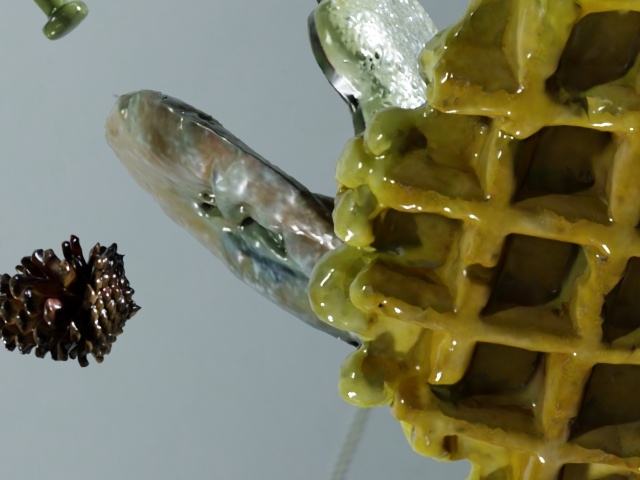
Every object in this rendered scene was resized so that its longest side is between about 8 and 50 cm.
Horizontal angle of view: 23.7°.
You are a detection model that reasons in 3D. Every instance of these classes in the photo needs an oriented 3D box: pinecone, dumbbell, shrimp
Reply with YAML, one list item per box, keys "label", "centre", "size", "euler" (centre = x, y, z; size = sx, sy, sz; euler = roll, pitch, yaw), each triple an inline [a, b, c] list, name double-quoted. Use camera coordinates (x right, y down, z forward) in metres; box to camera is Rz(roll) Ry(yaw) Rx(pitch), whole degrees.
- label: "pinecone"
  centre: [-0.192, 0.051, 1.140]
  size: [0.109, 0.102, 0.102]
  euler: [-23, 101, 9]
- label: "dumbbell"
  centre: [-0.269, -0.243, 1.426]
  size: [0.046, 0.052, 0.118]
  euler: [-38, 95, 17]
- label: "shrimp"
  centre: [0.000, 0.000, 1.222]
  size: [0.445, 0.221, 0.110]
  euler: [30, 72, 24]

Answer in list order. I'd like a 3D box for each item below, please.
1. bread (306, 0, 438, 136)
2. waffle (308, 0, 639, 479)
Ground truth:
- label: "bread"
  centre: [0.078, -0.105, 1.209]
  size: [0.056, 0.207, 0.286]
  euler: [-29, 114, 24]
- label: "waffle"
  centre: [0.149, 0.009, 0.554]
  size: [0.281, 0.058, 0.301]
  euler: [32, 111, -12]
